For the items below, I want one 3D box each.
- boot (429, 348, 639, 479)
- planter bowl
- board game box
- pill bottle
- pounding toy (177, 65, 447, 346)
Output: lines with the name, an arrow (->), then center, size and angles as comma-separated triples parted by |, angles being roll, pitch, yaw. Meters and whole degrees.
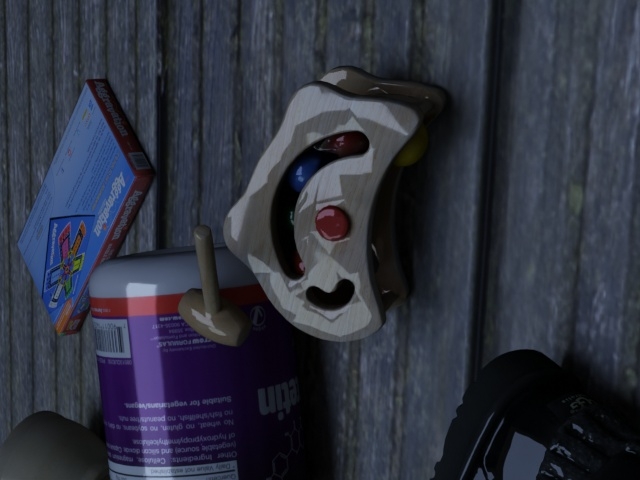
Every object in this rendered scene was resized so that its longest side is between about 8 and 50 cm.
boot -> 0.175, 0.274, 0.997 | 0.260, 0.131, 0.348 | 36, 123, 44
planter bowl -> -0.281, 0.281, 1.607 | 0.109, 0.162, 0.162 | 12, 107, 23
board game box -> -0.270, -0.032, 1.622 | 0.145, 0.027, 0.281 | 61, 138, 28
pill bottle -> -0.106, 0.167, 1.311 | 0.181, 0.181, 0.322 | -2, 95, 53
pounding toy -> 0.000, 0.000, 1.132 | 0.154, 0.155, 0.269 | 34, 116, 8
